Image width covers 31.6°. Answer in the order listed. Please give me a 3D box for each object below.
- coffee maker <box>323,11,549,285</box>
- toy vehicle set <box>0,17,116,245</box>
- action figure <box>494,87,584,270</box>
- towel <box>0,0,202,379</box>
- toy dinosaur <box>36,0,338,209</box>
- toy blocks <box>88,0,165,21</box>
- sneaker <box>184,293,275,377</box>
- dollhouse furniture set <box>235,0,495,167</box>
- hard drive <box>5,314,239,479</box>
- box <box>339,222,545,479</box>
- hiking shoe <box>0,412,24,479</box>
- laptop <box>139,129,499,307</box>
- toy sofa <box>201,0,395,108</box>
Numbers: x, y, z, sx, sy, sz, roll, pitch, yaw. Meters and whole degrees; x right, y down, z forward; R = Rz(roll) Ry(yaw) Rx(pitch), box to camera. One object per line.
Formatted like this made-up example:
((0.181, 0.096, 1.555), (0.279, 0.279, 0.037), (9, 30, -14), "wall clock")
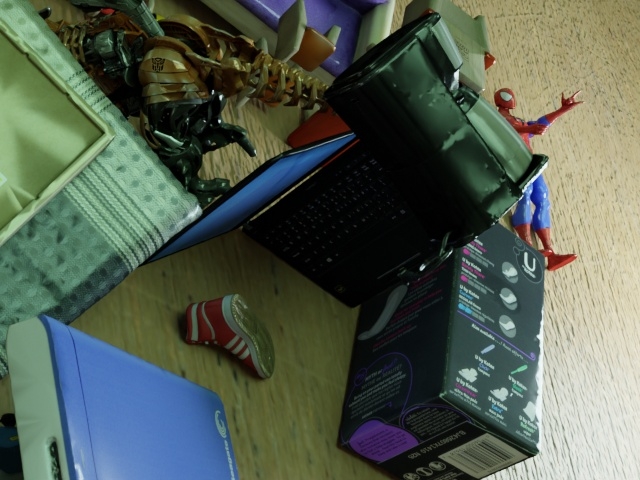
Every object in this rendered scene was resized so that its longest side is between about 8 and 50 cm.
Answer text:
((0.092, -0.088, 1.004), (0.178, 0.120, 0.171), (50, 48, -13), "coffee maker")
((-0.313, -0.056, 0.898), (0.166, 0.035, 0.267), (46, 64, -8), "toy vehicle set")
((0.317, -0.113, 1.596), (0.091, 0.139, 0.280), (10, 55, -42), "action figure")
((-0.311, -0.057, 0.951), (0.312, 0.056, 0.324), (-42, 97, -27), "towel")
((-0.147, -0.138, 1.081), (0.322, 0.218, 0.164), (23, 52, 26), "toy dinosaur")
((-0.213, -0.227, 1.206), (0.148, 0.054, 0.123), (26, 42, -30), "toy blocks")
((-0.093, 0.098, 1.132), (0.042, 0.067, 0.118), (-79, 153, -42), "sneaker")
((0.069, -0.161, 1.286), (0.262, 0.259, 0.135), (31, 42, -24), "dollhouse furniture set")
((-0.134, 0.196, 0.893), (0.318, 0.040, 0.210), (45, 28, -66), "hard drive")
((0.140, 0.117, 1.242), (0.143, 0.165, 0.270), (33, 46, -24), "box")
((-0.309, 0.145, 0.814), (0.304, 0.113, 0.132), (-2, 77, -45), "hiking shoe")
((0.000, 0.000, 1.131), (0.264, 0.234, 0.136), (36, 45, -22), "laptop")
((-0.065, -0.336, 1.336), (0.362, 0.177, 0.150), (35, 44, -24), "toy sofa")
